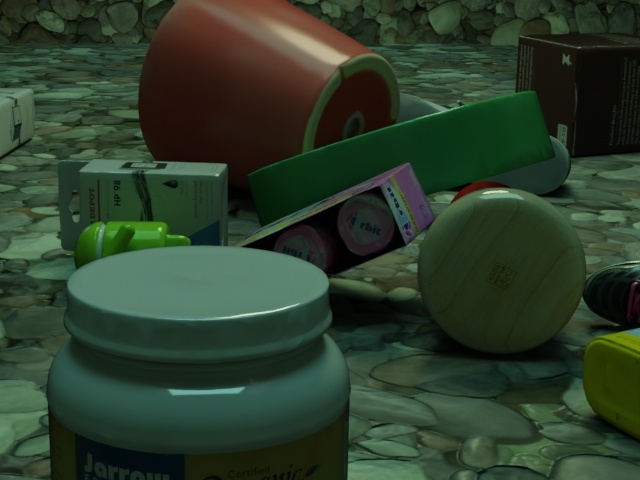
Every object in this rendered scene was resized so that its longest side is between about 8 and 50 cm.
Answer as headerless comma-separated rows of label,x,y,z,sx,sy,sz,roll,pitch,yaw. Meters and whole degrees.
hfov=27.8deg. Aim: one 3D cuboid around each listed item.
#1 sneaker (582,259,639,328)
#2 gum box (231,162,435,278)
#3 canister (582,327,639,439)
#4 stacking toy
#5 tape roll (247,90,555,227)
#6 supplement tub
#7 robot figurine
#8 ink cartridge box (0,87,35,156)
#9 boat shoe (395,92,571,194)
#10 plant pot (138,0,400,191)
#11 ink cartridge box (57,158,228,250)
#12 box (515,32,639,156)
sneaker,0.302,0.059,1.118,0.170,0.063,0.075,16,14,30
gum box,0.000,0.000,1.193,0.188,0.062,0.107,-24,5,23
canister,0.296,0.098,0.956,0.170,0.073,0.126,-9,17,-27
stacking toy,0.162,0.006,1.226,0.141,0.141,0.330,2,8,4
tape roll,0.084,-0.078,1.381,0.321,0.077,0.321,-17,1,0
supplement tub,-0.058,0.114,0.625,0.144,0.199,0.144,1,15,0
robot figurine,-0.184,0.015,1.245,0.115,0.067,0.101,1,-3,2
ink cartridge box,-0.516,-0.176,1.912,0.140,0.082,0.190,2,16,4
boat shoe,0.185,-0.133,1.741,0.306,0.113,0.105,8,8,11
plant pot,-0.051,-0.172,1.633,0.243,0.275,0.275,22,24,32
ink cartridge box,-0.188,-0.026,1.329,0.180,0.104,0.060,2,16,4
box,0.433,-0.233,2.023,0.203,0.168,0.167,-5,17,-24
